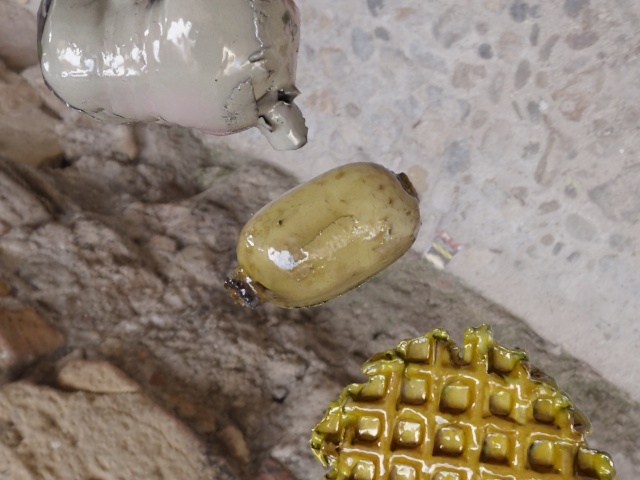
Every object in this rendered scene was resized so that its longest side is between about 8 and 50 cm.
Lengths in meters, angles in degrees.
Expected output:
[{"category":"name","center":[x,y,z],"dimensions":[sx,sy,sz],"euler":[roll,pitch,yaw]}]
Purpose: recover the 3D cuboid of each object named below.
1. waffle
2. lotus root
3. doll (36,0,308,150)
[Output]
[{"category":"waffle","center":[0.156,0.261,0.895],"dimensions":[0.302,0.068,0.325],"euler":[-39,80,1]},{"category":"lotus root","center":[0.000,0.000,1.067],"dimensions":[0.160,0.284,0.146],"euler":[59,176,-15]},{"category":"doll","center":[-0.091,-0.126,0.508],"dimensions":[0.192,0.095,0.149],"euler":[0,120,15]}]
